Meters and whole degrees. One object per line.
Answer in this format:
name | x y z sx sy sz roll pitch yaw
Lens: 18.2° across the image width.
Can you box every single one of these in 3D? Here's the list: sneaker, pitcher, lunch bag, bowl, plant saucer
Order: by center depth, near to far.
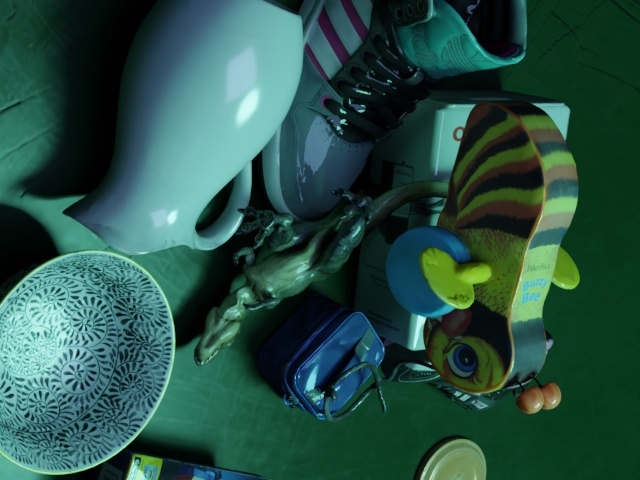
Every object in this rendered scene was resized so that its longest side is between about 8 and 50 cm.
bowl | -0.198 0.080 1.470 0.170 0.080 0.170 -13 112 -35
pitcher | -0.084 -0.089 1.499 0.178 0.125 0.207 10 109 -61
sneaker | 0.068 -0.139 1.553 0.124 0.178 0.295 18 93 -41
lunch bag | 0.001 0.099 1.646 0.098 0.065 0.067 -48 128 -18
sneaker | 0.130 0.118 1.758 0.178 0.072 0.077 -1 115 -33
plant saucer | 0.120 0.220 1.815 0.083 0.013 0.083 -13 112 -35

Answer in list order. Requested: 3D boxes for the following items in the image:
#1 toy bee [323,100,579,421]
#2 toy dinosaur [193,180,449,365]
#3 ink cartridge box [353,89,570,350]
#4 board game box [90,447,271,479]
toy bee | 0.138 0.050 1.546 0.195 0.162 0.298 -29 144 -38
toy dinosaur | 0.000 0.000 1.561 0.268 0.064 0.118 -29 156 -1
ink cartridge box | 0.119 -0.022 1.690 0.153 0.087 0.208 -2 106 -38
board game box | -0.121 0.268 1.605 0.194 0.060 0.194 18 92 -42
